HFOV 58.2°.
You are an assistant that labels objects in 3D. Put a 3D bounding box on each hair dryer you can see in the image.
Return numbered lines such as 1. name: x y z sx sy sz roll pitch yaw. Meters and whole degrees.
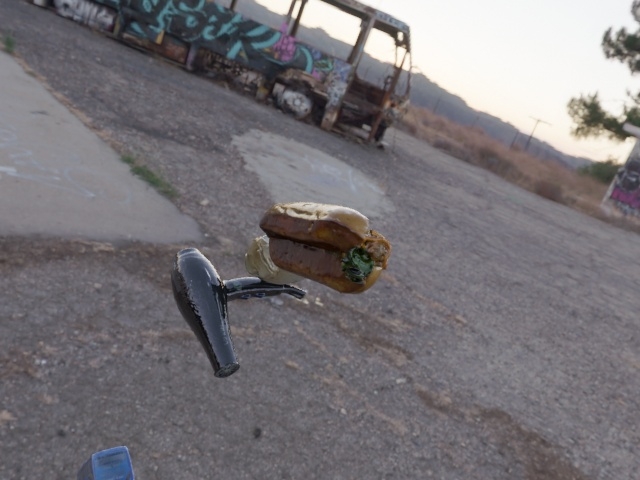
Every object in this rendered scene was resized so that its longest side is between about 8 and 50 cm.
1. hair dryer: -0.100 0.095 0.840 0.219 0.075 0.196 -1 50 -39

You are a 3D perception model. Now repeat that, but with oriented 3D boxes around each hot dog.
1. hot dog: 0.000 0.000 0.495 0.055 0.072 0.188 -22 17 -24

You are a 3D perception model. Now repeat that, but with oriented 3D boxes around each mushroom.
1. mushroom: -0.040 0.016 0.890 0.096 0.099 0.278 65 15 -5

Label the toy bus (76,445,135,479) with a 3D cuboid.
1. toy bus: -0.406 0.451 1.083 0.079 0.236 0.094 2 63 -29
